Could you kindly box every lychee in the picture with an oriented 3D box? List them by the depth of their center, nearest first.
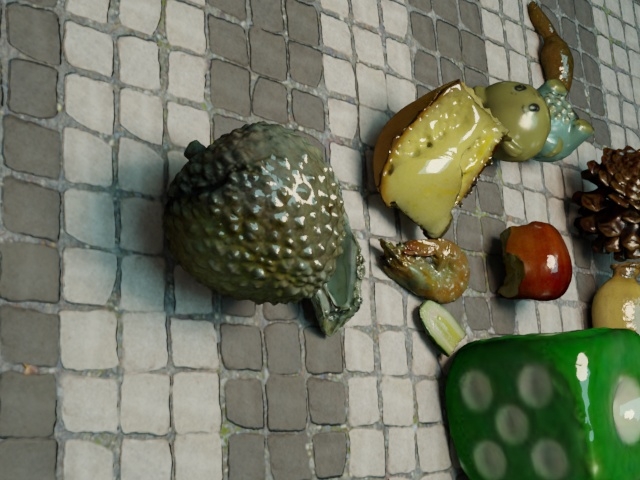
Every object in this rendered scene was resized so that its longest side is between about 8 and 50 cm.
[{"bbox_3d":[-0.089,-0.035,1.240,0.274,0.255,0.255,51,47,1],"label":"lychee"}]

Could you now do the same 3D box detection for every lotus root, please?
[{"bbox_3d":[0.674,0.196,1.973,0.146,0.130,0.304,27,60,-63],"label":"lotus root"}]

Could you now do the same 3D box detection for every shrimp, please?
[{"bbox_3d":[0.186,0.040,1.601,0.217,0.051,0.115,27,84,-27],"label":"shrimp"}]

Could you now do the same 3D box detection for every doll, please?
[{"bbox_3d":[0.426,-0.247,1.853,0.260,0.161,0.177,-3,60,-46],"label":"doll"}]

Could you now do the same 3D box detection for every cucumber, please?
[{"bbox_3d":[0.212,0.156,1.616,0.107,0.035,0.067,51,60,-12],"label":"cucumber"}]

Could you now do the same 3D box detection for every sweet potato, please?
[{"bbox_3d":[0.554,-0.446,2.096,0.074,0.074,0.270,-5,77,-44],"label":"sweet potato"}]

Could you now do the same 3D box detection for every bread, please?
[{"bbox_3d":[0.196,-0.161,1.611,0.204,0.162,0.262,39,87,-33],"label":"bread"}]

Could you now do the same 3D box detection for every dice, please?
[{"bbox_3d":[0.420,0.304,1.587,0.297,0.300,0.287,-2,82,-45],"label":"dice"}]

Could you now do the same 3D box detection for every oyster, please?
[{"bbox_3d":[0.002,-0.001,1.430,0.252,0.087,0.199,47,59,-13],"label":"oyster"}]

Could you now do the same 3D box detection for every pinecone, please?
[{"bbox_3d":[0.688,-0.069,1.992,0.264,0.264,0.264,15,68,-40],"label":"pinecone"}]

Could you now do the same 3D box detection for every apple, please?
[{"bbox_3d":[0.428,0.042,1.768,0.156,0.146,0.158,13,79,-68],"label":"apple"}]
